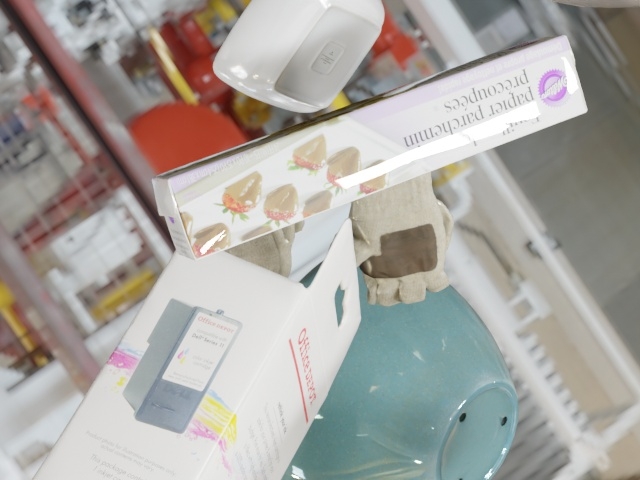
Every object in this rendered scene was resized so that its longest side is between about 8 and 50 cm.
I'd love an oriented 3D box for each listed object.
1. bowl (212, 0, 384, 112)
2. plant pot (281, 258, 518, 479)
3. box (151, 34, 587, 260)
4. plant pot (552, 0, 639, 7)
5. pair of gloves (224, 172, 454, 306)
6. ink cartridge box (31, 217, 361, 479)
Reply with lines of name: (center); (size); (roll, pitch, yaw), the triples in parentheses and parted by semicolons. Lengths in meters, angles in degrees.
bowl: (-0.010, -0.172, 1.251); (0.142, 0.053, 0.142); (-53, 149, 14)
plant pot: (0.088, 0.168, 1.496); (0.195, 0.290, 0.290); (24, -134, 38)
box: (0.038, -0.071, 1.060); (0.324, 0.063, 0.067); (-21, -169, -14)
plant pot: (0.148, -0.135, 0.256); (0.215, 0.215, 0.230); (-35, -147, -24)
pair of gloves: (0.000, 0.000, 1.296); (0.240, 0.204, 0.042); (-16, -134, 4)
ink cartridge box: (-0.097, 0.144, 1.163); (0.353, 0.119, 0.207); (-60, 161, -25)
